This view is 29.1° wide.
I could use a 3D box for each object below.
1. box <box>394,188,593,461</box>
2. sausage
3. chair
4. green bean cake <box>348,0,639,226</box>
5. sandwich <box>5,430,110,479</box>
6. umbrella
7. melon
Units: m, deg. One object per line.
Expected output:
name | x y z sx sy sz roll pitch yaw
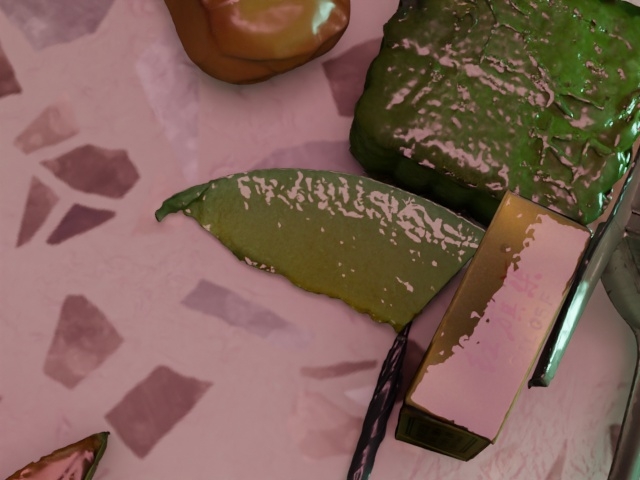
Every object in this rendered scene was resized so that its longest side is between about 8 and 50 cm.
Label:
box | 0.115 0.073 0.870 0.071 0.240 0.159 24 79 8
sausage | -0.072 -0.238 0.970 0.136 0.120 0.241 -25 83 -22
chair | 0.296 0.039 0.867 0.191 0.203 0.274 2 57 36
green bean cake | 0.144 -0.117 0.969 0.214 0.113 0.200 24 77 0
sandwich | -0.204 0.241 0.883 0.187 0.117 0.144 -29 86 -10
umbrella | 0.037 0.179 0.950 0.044 0.044 0.269 32 75 -43
melon | -0.001 0.000 0.979 0.262 0.053 0.114 14 90 3
